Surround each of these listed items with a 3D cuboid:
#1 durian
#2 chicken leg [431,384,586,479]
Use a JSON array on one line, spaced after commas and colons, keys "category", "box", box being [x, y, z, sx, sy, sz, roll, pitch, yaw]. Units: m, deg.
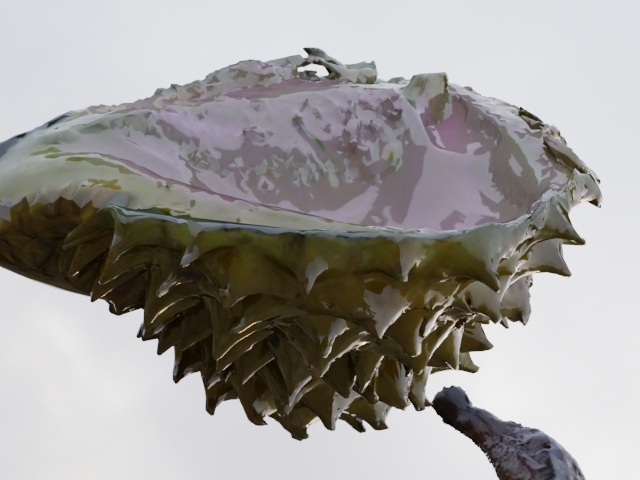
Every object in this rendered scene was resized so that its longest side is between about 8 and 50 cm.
[{"category": "durian", "box": [0.015, -0.001, 0.713, 0.305, 0.186, 0.195, -4, 1, -42]}, {"category": "chicken leg", "box": [0.125, 0.158, 1.034, 0.093, 0.205, 0.053, -1, -61, -6]}]
